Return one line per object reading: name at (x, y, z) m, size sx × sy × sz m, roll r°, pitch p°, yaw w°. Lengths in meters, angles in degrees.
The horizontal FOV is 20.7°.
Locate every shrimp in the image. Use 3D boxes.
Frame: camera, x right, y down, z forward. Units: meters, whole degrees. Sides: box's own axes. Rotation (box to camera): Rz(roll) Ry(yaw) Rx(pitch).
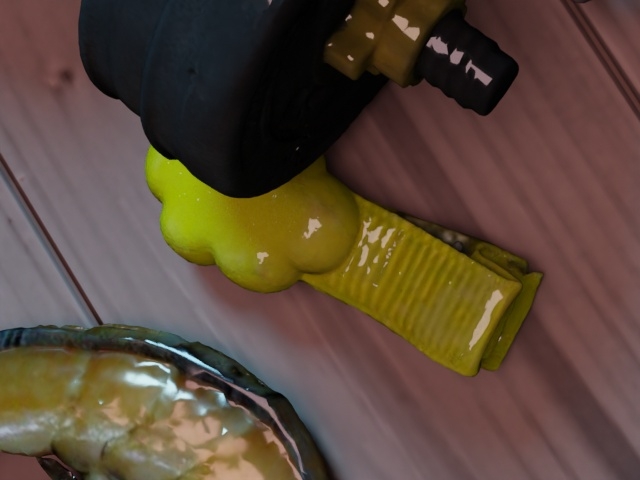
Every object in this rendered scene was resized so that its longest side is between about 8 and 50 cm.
shrimp at (-0.120, 0.170, 0.760) m, size 0.222 × 0.054 × 0.290 m, roll 24°, pitch 98°, yaw 15°

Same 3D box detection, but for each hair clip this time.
hair clip at (0.000, 0.000, 0.711) m, size 0.173 × 0.046 × 0.072 m, roll 29°, pitch 99°, yaw 17°

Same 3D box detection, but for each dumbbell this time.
dumbbell at (-0.086, -0.167, 0.657) m, size 0.388 × 0.185 × 0.185 m, roll 38°, pitch 105°, yaw 12°

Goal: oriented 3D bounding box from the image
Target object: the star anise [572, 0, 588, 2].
star anise at (0.192, -0.156, 0.602) m, size 0.223 × 0.109 × 0.236 m, roll 0°, pitch 109°, yaw 42°
